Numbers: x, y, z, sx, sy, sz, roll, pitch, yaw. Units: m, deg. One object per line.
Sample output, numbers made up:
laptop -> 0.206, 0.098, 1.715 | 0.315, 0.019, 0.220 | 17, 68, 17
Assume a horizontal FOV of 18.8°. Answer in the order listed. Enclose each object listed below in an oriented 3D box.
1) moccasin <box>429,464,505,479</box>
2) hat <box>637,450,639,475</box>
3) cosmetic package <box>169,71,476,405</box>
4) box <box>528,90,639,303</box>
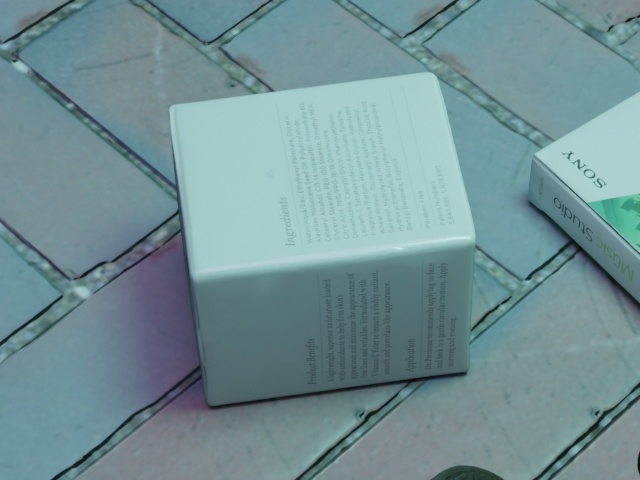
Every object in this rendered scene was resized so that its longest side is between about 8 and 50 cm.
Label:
moccasin -> 0.188, 0.281, 1.078 | 0.380, 0.147, 0.139 | 28, 42, 7
hat -> 0.263, 0.203, 1.101 | 0.173, 0.208, 0.183 | -16, 52, 32
cosmetic package -> 0.000, 0.000, 1.292 | 0.184, 0.151, 0.151 | -7, 52, -4
box -> 0.343, -0.049, 1.373 | 0.322, 0.058, 0.232 | -31, 57, -19
